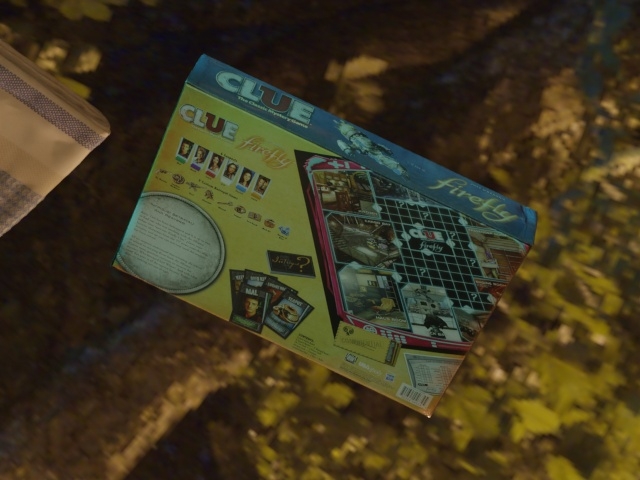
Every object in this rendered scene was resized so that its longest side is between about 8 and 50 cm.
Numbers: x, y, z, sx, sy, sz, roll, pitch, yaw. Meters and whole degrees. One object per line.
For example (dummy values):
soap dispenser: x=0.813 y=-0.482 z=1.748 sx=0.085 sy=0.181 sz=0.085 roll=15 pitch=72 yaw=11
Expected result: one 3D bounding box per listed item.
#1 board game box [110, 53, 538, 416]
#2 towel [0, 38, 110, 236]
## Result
board game box: x=0.000 y=0.000 z=1.133 sx=0.243 sy=0.042 sz=0.165 roll=26 pitch=-54 yaw=-2
towel: x=-0.319 y=-0.050 z=1.259 sx=0.285 sy=0.034 sz=0.209 roll=-40 pitch=-47 yaw=17
